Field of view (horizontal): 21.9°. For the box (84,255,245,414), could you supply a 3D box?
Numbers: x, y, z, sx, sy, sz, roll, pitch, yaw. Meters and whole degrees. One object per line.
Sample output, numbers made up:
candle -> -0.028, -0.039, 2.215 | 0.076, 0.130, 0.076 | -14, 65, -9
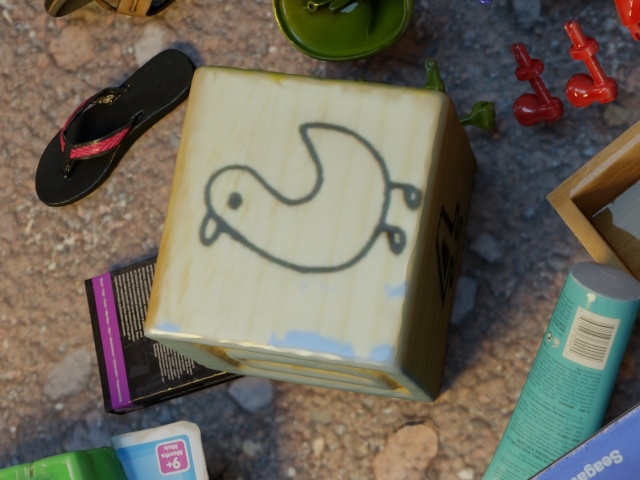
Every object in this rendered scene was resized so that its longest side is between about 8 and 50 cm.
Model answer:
box -> -0.110, 0.066, 1.347 | 0.162, 0.029, 0.116 | -18, 71, 21

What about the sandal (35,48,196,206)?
sandal -> -0.184, -0.102, 1.416 | 0.179, 0.040, 0.067 | -42, 64, 10

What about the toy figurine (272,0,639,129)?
toy figurine -> 0.165, -0.225, 1.257 | 0.362, 0.191, 0.217 | -13, 31, 41

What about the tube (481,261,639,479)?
tube -> 0.170, 0.116, 1.160 | 0.080, 0.052, 0.207 | 33, 121, 32

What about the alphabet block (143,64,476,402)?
alphabet block -> 0.000, 0.000, 1.204 | 0.192, 0.193, 0.197 | 7, 80, 11

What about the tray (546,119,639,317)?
tray -> 0.381, -0.077, 1.133 | 0.411, 0.076, 0.203 | -39, 64, 10

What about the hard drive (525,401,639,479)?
hard drive -> 0.283, 0.246, 1.056 | 0.210, 0.040, 0.319 | -35, 80, 5

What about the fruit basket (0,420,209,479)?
fruit basket -> -0.209, 0.340, 1.248 | 0.327, 0.165, 0.353 | -15, 74, 21

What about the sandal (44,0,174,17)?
sandal -> -0.138, -0.226, 1.417 | 0.219, 0.090, 0.060 | -17, 92, 13
